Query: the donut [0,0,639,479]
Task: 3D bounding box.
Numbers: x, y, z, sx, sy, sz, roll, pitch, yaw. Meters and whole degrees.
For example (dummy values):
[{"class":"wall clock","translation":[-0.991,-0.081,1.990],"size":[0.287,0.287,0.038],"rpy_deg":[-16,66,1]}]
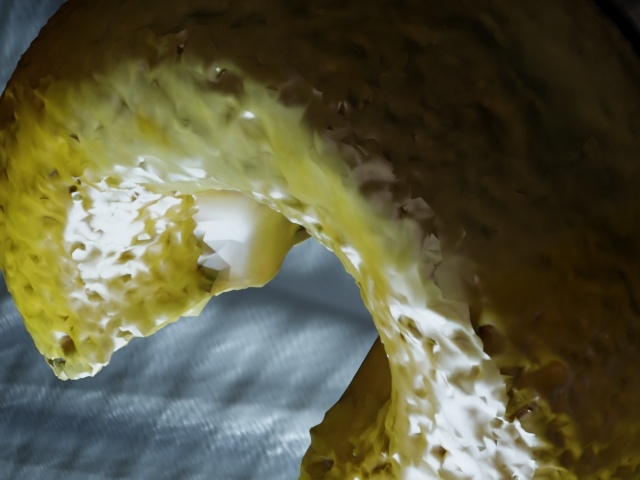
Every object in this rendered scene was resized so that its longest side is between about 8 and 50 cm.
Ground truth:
[{"class":"donut","translation":[0.000,0.000,0.989],"size":[0.435,0.163,0.378],"rpy_deg":[37,144,19]}]
